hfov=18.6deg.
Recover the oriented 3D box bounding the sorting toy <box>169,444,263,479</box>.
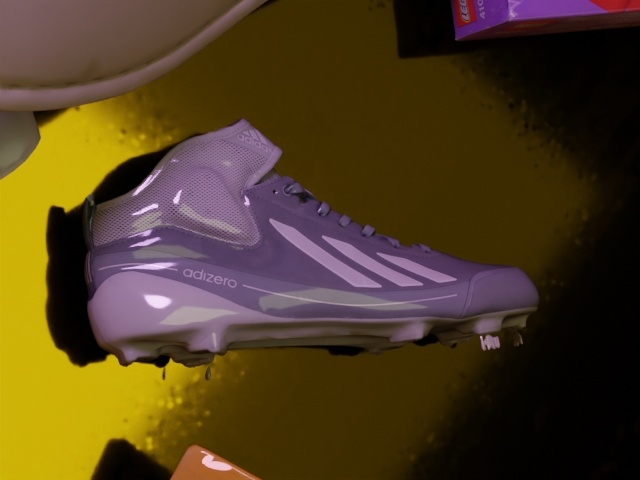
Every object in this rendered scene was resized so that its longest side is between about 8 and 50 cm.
[{"bbox_3d":[-0.101,0.244,0.747,0.196,0.047,0.347,16,81,5],"label":"sorting toy"}]

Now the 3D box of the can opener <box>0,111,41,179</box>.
[{"bbox_3d":[-0.177,-0.147,0.763,0.074,0.093,0.280,-18,89,-23],"label":"can opener"}]

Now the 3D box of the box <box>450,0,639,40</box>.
[{"bbox_3d":[0.190,-0.208,0.938,0.293,0.057,0.201,-7,88,-24],"label":"box"}]

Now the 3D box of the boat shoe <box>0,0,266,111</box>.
[{"bbox_3d":[-0.063,-0.144,0.763,0.324,0.097,0.116,-31,140,-38],"label":"boat shoe"}]

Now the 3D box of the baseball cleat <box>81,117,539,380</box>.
[{"bbox_3d":[0.000,0.000,0.835,0.206,0.072,0.109,-2,81,-27],"label":"baseball cleat"}]
